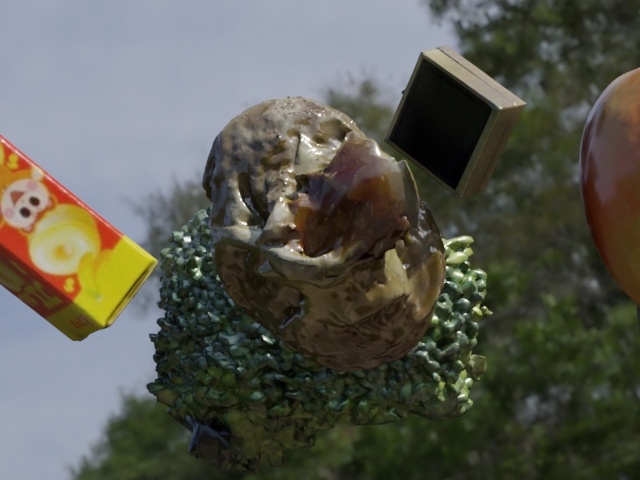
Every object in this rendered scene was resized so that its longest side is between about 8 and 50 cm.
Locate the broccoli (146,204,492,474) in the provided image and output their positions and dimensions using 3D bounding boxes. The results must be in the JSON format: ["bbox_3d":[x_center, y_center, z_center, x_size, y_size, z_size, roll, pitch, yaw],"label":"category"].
[{"bbox_3d":[-0.010,0.072,1.652,0.338,0.277,0.317,-11,-18,3],"label":"broccoli"}]

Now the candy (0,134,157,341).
[{"bbox_3d":[-0.292,-0.025,1.585,0.088,0.276,0.146,-53,9,-20],"label":"candy"}]

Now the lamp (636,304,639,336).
[{"bbox_3d":[0.438,-0.005,1.798,0.266,0.047,0.269,-30,-47,-17],"label":"lamp"}]

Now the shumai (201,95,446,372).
[{"bbox_3d":[0.000,0.000,1.204,0.161,0.209,0.153,-22,5,1],"label":"shumai"}]

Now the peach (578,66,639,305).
[{"bbox_3d":[0.239,-0.034,1.004,0.184,0.184,0.184,-18,-25,-9],"label":"peach"}]

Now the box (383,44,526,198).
[{"bbox_3d":[0.093,-0.086,1.234,0.035,0.083,0.079,-17,-42,-48],"label":"box"}]
